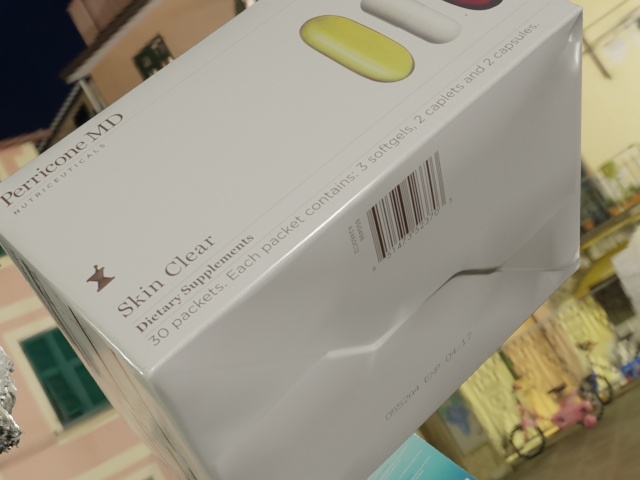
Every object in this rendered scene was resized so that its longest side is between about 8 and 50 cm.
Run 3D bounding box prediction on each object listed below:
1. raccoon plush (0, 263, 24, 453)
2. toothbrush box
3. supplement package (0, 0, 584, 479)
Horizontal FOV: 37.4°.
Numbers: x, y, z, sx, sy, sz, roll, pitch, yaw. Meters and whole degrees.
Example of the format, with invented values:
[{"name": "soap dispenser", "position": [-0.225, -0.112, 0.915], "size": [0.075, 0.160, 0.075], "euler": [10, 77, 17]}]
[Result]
[{"name": "raccoon plush", "position": [-0.562, 0.143, 1.144], "size": [0.216, 0.299, 0.447], "euler": [-27, -20, 35]}, {"name": "toothbrush box", "position": [0.100, 0.347, 1.390], "size": [0.126, 0.296, 0.216], "euler": [-51, -27, -14]}, {"name": "supplement package", "position": [0.000, 0.000, 0.502], "size": [0.262, 0.145, 0.204], "euler": [-41, -37, -20]}]
